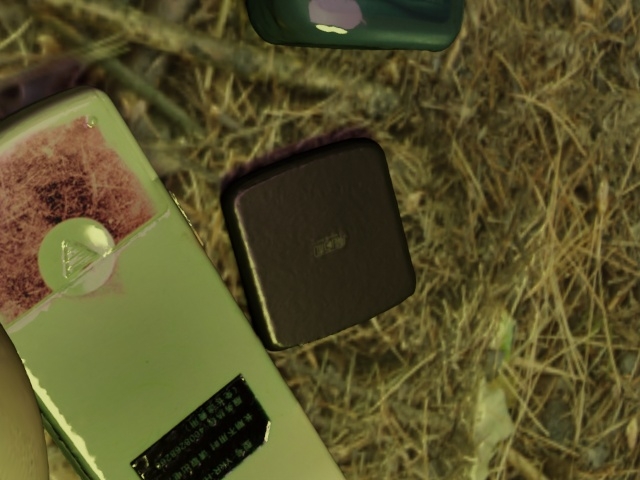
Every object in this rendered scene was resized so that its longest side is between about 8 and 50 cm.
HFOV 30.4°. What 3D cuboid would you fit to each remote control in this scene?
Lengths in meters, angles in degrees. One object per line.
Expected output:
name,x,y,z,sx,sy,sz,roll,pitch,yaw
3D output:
remote control,-0.112,0.076,0.737,0.145,0.050,0.344,-37,113,-20

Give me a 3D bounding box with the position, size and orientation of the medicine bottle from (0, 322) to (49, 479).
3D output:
medicine bottle,-0.238,0.086,0.461,0.236,0.406,0.235,-5,101,-29

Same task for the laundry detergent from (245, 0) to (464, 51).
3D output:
laundry detergent,0.026,-0.265,0.738,0.143,0.094,0.289,-3,100,-26

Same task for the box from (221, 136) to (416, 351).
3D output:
box,0.000,0.000,0.806,0.126,0.027,0.125,-21,105,-24
